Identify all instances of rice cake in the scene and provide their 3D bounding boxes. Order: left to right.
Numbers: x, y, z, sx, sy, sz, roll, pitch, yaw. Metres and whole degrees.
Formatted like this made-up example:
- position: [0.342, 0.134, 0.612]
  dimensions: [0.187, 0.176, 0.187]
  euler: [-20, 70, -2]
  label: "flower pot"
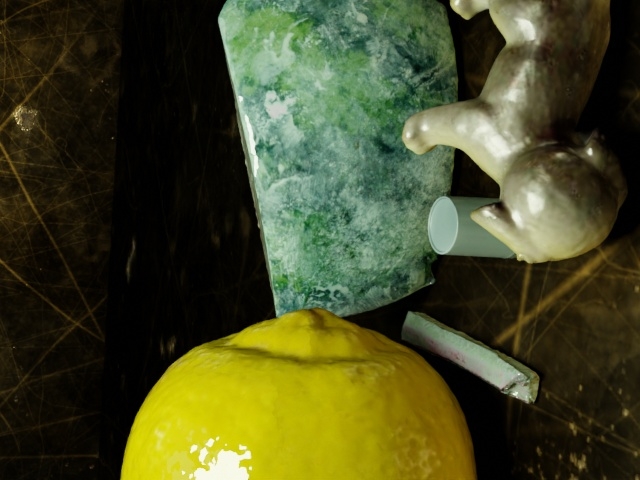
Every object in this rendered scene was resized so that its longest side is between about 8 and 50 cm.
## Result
- position: [0.135, 0.105, 0.868]
  dimensions: [0.208, 0.033, 0.033]
  euler: [24, 100, 64]
  label: "rice cake"

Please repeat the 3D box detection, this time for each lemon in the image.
- position: [-0.018, 0.236, 0.852]
  dimensions: [0.348, 0.348, 0.348]
  euler: [-178, 90, -67]
  label: "lemon"

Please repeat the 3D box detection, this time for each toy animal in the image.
- position: [0.165, -0.098, 0.719]
  dimensions: [0.169, 0.121, 0.233]
  euler: [10, 87, 50]
  label: "toy animal"

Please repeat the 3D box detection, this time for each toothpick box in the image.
- position: [0.140, -0.011, 0.798]
  dimensions: [0.052, 0.083, 0.052]
  euler: [-177, 90, -67]
  label: "toothpick box"

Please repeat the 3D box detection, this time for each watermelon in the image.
- position: [0.005, -0.119, 0.987]
  dimensions: [0.258, 0.228, 0.387]
  euler: [-165, 69, -75]
  label: "watermelon"
